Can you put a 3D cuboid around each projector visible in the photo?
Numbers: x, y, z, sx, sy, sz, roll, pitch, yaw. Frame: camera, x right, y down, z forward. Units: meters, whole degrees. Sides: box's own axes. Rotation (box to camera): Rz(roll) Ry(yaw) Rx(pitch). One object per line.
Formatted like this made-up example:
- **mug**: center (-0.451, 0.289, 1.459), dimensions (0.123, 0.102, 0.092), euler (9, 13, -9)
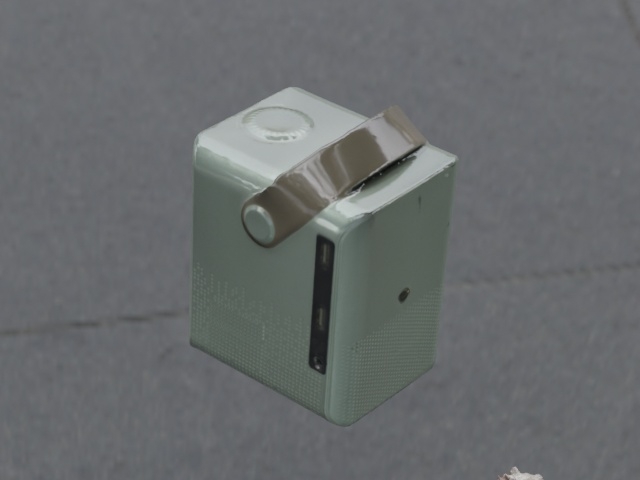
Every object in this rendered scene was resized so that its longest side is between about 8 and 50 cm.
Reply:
- **projector**: center (0.000, 0.000, 1.568), dimensions (0.177, 0.242, 0.163), euler (26, 40, 29)

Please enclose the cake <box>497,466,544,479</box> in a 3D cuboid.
- **cake**: center (0.195, 0.309, 1.868), dimensions (0.147, 0.134, 0.135), euler (-38, 42, -23)
